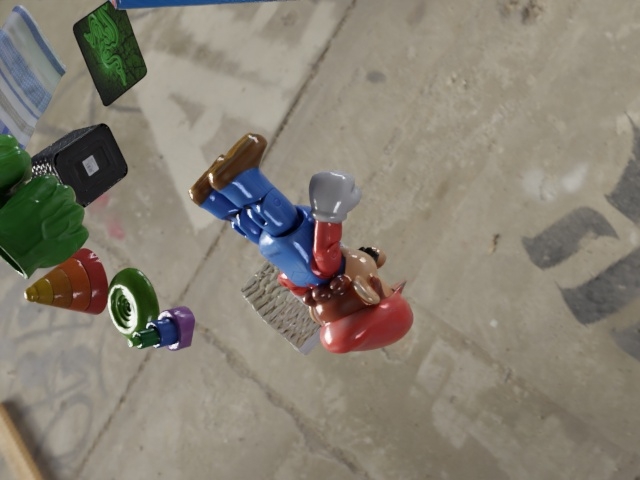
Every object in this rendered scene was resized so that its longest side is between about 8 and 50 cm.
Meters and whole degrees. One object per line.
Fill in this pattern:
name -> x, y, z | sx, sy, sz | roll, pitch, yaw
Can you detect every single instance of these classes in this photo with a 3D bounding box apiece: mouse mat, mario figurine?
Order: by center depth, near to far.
mario figurine -> 0.000, 0.000, 1.104 | 0.170, 0.320, 0.198 | -43, 13, 4
mouse mat -> -0.431, -0.391, 1.848 | 0.007, 0.189, 0.152 | 10, 44, 31

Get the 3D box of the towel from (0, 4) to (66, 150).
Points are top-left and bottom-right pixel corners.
towel -> -0.626, -0.316, 1.838 | 0.034, 0.209, 0.285 | 7, 60, 18

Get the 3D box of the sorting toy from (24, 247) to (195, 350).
sorting toy -> -0.360, 0.110, 1.450 | 0.366, 0.126, 0.127 | 18, 112, 42

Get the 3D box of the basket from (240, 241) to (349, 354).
basket -> -0.023, 0.067, 1.344 | 0.167, 0.103, 0.113 | -49, 45, 3

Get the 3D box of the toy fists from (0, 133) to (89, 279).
toy fists -> -0.474, -0.064, 1.363 | 0.279, 0.096, 0.142 | 39, 66, 16

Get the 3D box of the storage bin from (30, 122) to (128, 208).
storage bin -> -0.487, -0.146, 1.799 | 0.084, 0.122, 0.180 | -7, 26, 31

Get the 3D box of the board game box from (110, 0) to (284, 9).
board game box -> -0.167, -0.410, 1.293 | 0.302, 0.308, 0.086 | -131, 37, -58
